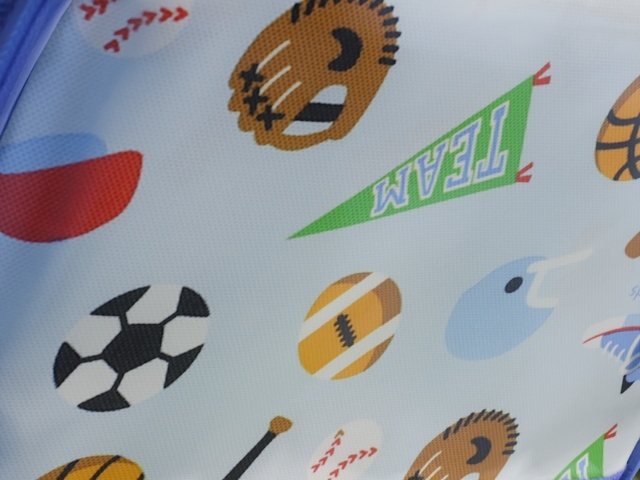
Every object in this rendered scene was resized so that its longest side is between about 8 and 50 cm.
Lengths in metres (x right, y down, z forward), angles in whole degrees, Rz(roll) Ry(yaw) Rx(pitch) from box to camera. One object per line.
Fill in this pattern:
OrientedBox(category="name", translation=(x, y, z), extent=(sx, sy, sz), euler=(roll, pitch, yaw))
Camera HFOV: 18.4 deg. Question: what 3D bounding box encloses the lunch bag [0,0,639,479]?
OrientedBox(category="lunch bag", translation=(0.000, 0.000, 0.506), extent=(0.303, 0.115, 0.243), euler=(4, 123, -42))
